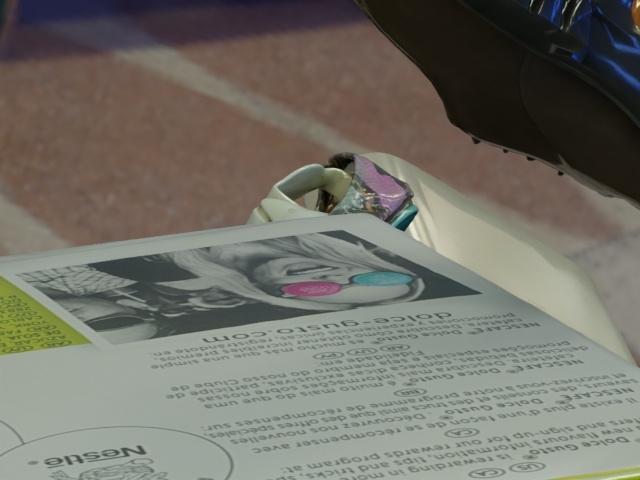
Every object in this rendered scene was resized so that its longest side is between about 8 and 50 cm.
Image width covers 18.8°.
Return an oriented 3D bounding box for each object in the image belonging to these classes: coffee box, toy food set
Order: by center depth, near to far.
[{"bbox_3d":[-0.079,0.199,0.645,0.338,0.338,0.334,-6,14,-18],"label":"coffee box"},{"bbox_3d":[0.129,0.081,1.416,0.306,0.092,0.220,29,28,-35],"label":"toy food set"}]

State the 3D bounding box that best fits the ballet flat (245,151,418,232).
[{"bbox_3d":[0.000,0.000,1.070,0.079,0.077,0.221,35,21,-1],"label":"ballet flat"}]

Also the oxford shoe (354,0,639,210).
[{"bbox_3d":[0.098,-0.053,0.649,0.227,0.083,0.096,39,-29,-23],"label":"oxford shoe"}]
